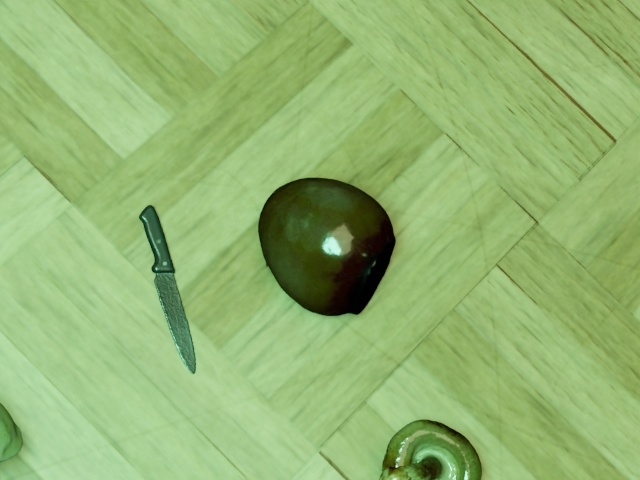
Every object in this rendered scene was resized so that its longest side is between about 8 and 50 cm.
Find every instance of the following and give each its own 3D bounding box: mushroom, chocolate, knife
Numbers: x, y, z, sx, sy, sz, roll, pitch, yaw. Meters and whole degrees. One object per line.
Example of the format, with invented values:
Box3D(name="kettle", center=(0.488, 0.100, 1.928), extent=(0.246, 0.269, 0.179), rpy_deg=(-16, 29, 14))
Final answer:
Box3D(name="mushroom", center=(0.087, 0.211, 1.233), extent=(0.129, 0.073, 0.088), rpy_deg=(1, 86, -46))
Box3D(name="chocolate", center=(0.000, 0.000, 1.281), extent=(0.133, 0.127, 0.124), rpy_deg=(24, 39, 10))
Box3D(name="knife", center=(-0.145, 0.046, 1.275), extent=(0.023, 0.010, 0.170), rpy_deg=(-15, 78, -16))

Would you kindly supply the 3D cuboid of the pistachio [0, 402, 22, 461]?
Box3D(name="pistachio", center=(-0.358, 0.147, 1.150), extent=(0.206, 0.131, 0.129), rpy_deg=(35, 114, -5))
